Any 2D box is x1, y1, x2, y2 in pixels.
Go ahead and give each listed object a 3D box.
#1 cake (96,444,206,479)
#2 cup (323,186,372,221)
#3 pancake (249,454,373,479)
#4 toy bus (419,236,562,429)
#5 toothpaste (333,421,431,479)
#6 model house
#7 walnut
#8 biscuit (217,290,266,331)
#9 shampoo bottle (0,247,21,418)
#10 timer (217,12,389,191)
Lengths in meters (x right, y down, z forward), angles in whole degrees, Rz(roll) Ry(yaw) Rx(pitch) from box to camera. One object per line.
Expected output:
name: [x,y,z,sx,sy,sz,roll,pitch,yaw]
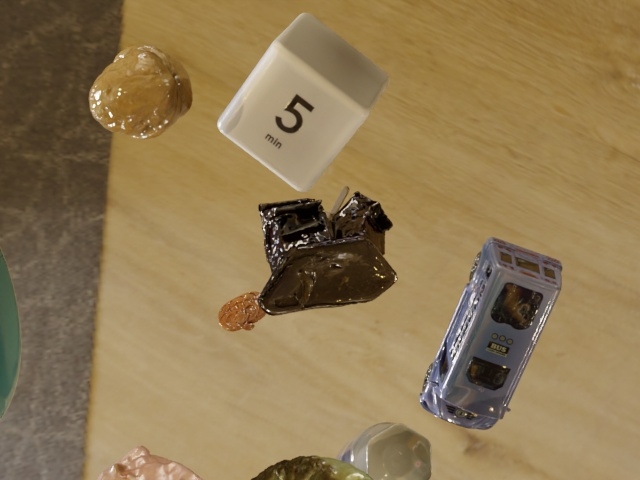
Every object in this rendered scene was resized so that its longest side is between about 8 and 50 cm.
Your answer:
cake: [-0.219,0.477,1.457,0.314,0.307,0.293,24,141,34]
cup: [0.046,-0.034,1.952,0.102,0.074,0.099,44,75,-18]
pancake: [-0.029,0.294,0.971,0.253,0.037,0.253,-35,36,31]
toy bus: [0.242,0.154,1.651,0.125,0.133,0.292,20,112,-1]
toothpaste: [0.054,0.262,1.348,0.080,0.371,0.125,45,76,3]
model house: [0.006,0.007,1.675,0.203,0.164,0.141,-3,123,-3]
walnut: [-0.281,-0.232,1.805,0.166,0.166,0.149,-15,93,20]
biscuit: [-0.133,0.124,1.977,0.091,0.015,0.078,-28,44,2]
shampoo bottle: [-0.543,0.095,1.212,0.343,0.331,0.331,-17,85,12]
timer: [-0.026,-0.233,1.930,0.194,0.192,0.195,38,121,-5]
